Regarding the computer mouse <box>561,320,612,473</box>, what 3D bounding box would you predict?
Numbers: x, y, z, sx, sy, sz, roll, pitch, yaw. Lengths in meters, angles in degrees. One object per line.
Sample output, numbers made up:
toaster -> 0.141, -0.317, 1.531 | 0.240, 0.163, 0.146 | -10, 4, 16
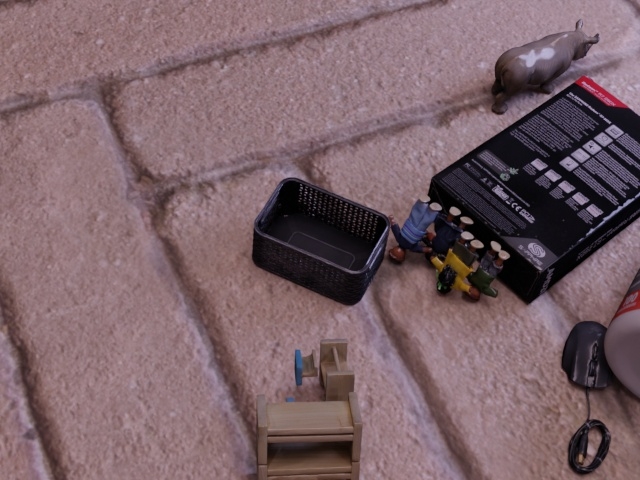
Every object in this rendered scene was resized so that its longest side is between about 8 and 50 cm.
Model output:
computer mouse -> 0.374, 0.210, 1.540 | 0.071, 0.041, 0.242 | 10, 54, 1

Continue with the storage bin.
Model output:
storage bin -> 0.000, 0.000, 1.634 | 0.180, 0.084, 0.122 | 24, 54, 11

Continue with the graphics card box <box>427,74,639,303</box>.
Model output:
graphics card box -> 0.372, -0.089, 1.731 | 0.371, 0.094, 0.233 | -34, 63, -28

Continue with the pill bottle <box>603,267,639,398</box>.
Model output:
pill bottle -> 0.561, 0.056, 1.560 | 0.210, 0.210, 0.363 | 28, 58, 15

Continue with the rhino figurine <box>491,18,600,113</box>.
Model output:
rhino figurine -> 0.389, -0.307, 1.886 | 0.243, 0.106, 0.073 | -26, 61, -23

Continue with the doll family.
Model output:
doll family -> 0.181, 0.019, 1.633 | 0.076, 0.111, 0.193 | -11, 49, -46

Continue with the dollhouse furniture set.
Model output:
dollhouse furniture set -> -0.021, 0.234, 1.451 | 0.129, 0.129, 0.183 | -1, 29, -5
